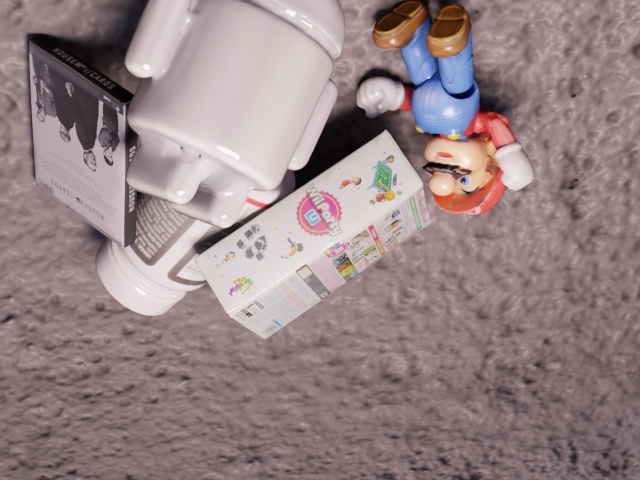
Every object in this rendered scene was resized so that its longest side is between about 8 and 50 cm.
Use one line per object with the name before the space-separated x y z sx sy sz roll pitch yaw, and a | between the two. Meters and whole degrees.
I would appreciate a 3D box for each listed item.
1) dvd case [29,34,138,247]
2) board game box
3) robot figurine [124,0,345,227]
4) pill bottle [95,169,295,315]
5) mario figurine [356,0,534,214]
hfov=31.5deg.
dvd case | -0.307 -0.124 1.467 0.029 0.179 0.239 -36 149 -38
board game box | 0.000 0.000 1.556 0.303 0.097 0.224 -34 165 0
robot figurine | -0.098 -0.197 1.343 0.300 0.200 0.353 32 81 -46
pill bottle | -0.179 -0.033 1.568 0.161 0.161 0.283 28 123 -31
mario figurine | 0.165 -0.147 1.507 0.170 0.198 0.320 -27 129 -2
